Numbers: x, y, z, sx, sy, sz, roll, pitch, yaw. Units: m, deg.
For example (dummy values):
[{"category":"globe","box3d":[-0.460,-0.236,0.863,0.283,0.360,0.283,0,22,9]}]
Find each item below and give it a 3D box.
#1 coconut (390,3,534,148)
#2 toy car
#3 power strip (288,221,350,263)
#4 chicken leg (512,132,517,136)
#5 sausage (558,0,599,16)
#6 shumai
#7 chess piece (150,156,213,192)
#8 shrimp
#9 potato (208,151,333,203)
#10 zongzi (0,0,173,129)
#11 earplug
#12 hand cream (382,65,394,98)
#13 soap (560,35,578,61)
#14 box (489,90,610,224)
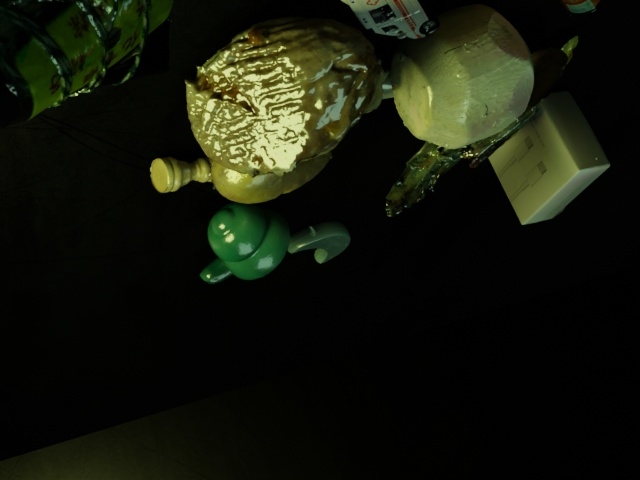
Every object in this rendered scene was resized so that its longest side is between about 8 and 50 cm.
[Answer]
[{"category":"coconut","box3d":[0.243,-0.273,1.410,0.231,0.227,0.227,-20,160,-15]},{"category":"toy car","box3d":[0.097,-0.360,1.252,0.108,0.089,0.210,-27,157,15]},{"category":"power strip","box3d":[0.000,0.000,2.118,0.137,0.044,0.216,-28,159,16]},{"category":"chicken leg","box3d":[0.328,-0.218,1.850,0.251,0.087,0.107,-32,166,39]},{"category":"sausage","box3d":[0.385,-0.443,1.346,0.083,0.083,0.264,-31,156,23]},{"category":"shumai","box3d":[-0.027,-0.257,1.358,0.346,0.217,0.283,-26,-168,40]},{"category":"chess piece","box3d":[-0.242,-0.126,1.548,0.122,0.066,0.066,-13,159,-38]},{"category":"shrimp","box3d":[0.291,-0.197,1.582,0.445,0.085,0.272,-43,-164,1]},{"category":"potato","box3d":[-0.082,-0.156,1.529,0.243,0.098,0.138,-33,146,-10]},{"category":"zongzi","box3d":[-0.289,-0.251,0.967,0.383,0.319,0.362,-35,160,-18]},{"category":"earplug","box3d":[-0.177,0.002,1.855,0.258,0.163,0.280,9,160,28]},{"category":"hand cream","box3d":[0.097,-0.278,1.517,0.186,0.054,0.087,-12,149,-6]},{"category":"soap","box3d":[0.459,-0.343,1.689,0.089,0.033,0.168,-44,178,-21]},{"category":"box","box3d":[0.515,-0.184,1.937,0.106,0.203,0.251,-10,157,-26]}]
